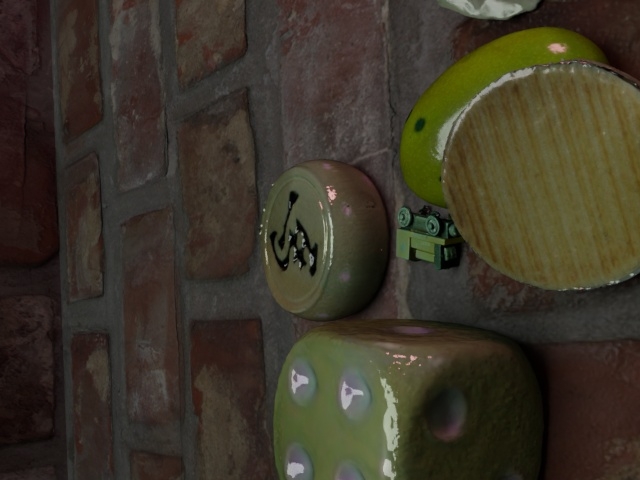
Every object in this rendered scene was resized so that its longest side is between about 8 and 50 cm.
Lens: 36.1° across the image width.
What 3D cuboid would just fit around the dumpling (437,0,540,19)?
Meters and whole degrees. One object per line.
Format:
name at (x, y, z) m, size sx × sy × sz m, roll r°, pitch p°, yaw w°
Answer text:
dumpling at (0.200, -0.366, 1.167) m, size 0.179 × 0.131 × 0.252 m, roll 37°, pitch 147°, yaw 27°

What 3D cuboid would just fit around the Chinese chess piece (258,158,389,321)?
Chinese chess piece at (0.000, 0.000, 1.511) m, size 0.250 × 0.101 × 0.251 m, roll -1°, pitch 88°, yaw 58°

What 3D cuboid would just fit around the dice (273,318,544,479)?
dice at (0.107, 0.231, 1.203) m, size 0.252 × 0.254 × 0.250 m, roll 8°, pitch 96°, yaw 55°

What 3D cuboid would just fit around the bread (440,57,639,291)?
bread at (0.261, -0.067, 1.058) m, size 0.266 × 0.040 × 0.267 m, roll 9°, pitch 111°, yaw 24°

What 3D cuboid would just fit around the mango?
mango at (0.210, -0.145, 1.160) m, size 0.293 × 0.143 × 0.175 m, roll -35°, pitch 63°, yaw 41°

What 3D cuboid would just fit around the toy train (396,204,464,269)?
toy train at (0.146, -0.006, 1.334) m, size 0.122 × 0.050 × 0.081 m, roll 18°, pitch 109°, yaw 55°
